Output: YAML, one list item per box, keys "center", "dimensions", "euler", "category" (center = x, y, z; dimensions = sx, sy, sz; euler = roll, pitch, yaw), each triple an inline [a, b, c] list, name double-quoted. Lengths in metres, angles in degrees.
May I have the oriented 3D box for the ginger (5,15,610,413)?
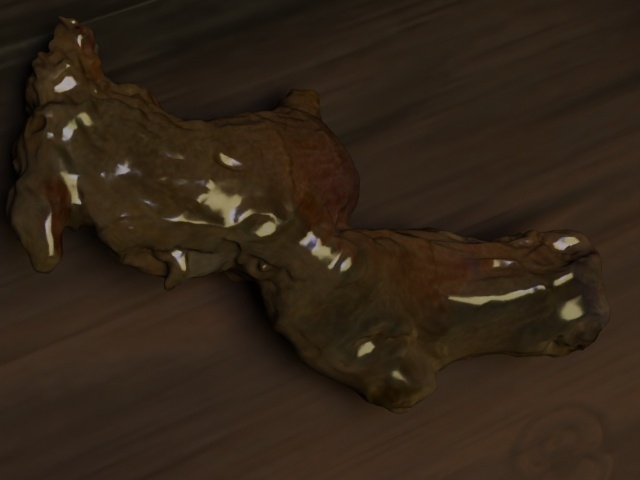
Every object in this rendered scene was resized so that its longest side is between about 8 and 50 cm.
- center: [-0.002, -0.001, 0.807]
  dimensions: [0.290, 0.084, 0.122]
  euler: [21, 59, -24]
  category: "ginger"
